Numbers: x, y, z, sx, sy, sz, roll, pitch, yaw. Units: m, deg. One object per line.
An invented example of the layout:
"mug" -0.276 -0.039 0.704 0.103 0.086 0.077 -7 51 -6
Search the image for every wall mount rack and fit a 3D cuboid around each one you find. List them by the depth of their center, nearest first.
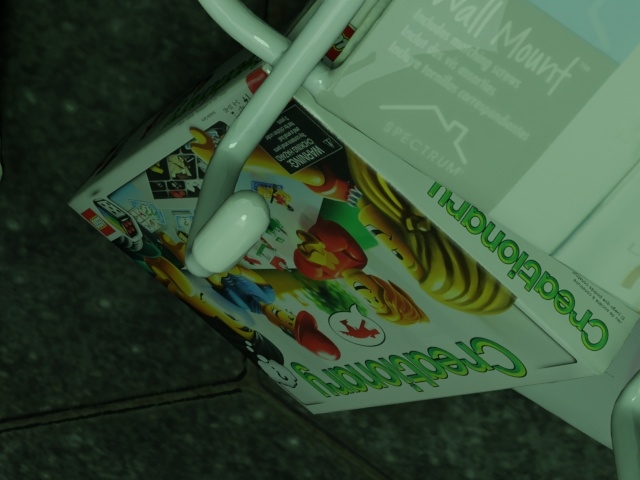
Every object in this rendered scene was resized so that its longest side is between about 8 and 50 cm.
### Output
"wall mount rack" 0.124 -0.058 0.522 0.350 0.130 0.304 32 118 -14

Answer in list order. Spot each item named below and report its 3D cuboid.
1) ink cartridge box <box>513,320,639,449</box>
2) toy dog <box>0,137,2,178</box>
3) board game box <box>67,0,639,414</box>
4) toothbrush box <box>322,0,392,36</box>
"ink cartridge box" 0.280 0.054 0.737 0.330 0.071 0.324 32 144 -2
"toy dog" -0.383 -0.067 0.745 0.408 0.395 0.284 13 138 0
"board game box" 0.000 0.000 0.769 0.193 0.053 0.305 41 158 -12
"toothbrush box" 0.117 -0.188 0.590 0.206 0.122 0.283 39 116 -16
